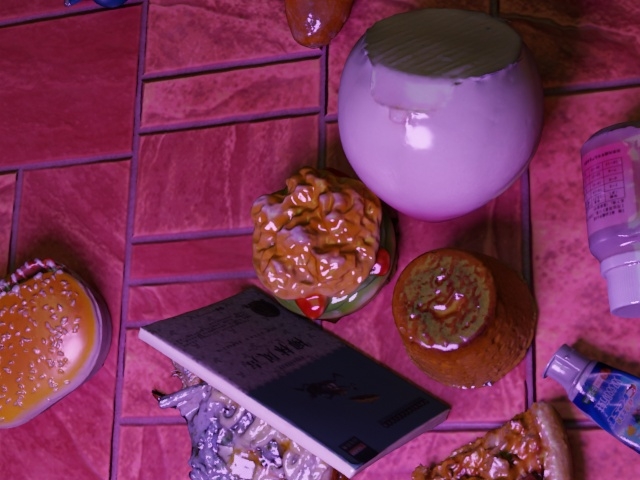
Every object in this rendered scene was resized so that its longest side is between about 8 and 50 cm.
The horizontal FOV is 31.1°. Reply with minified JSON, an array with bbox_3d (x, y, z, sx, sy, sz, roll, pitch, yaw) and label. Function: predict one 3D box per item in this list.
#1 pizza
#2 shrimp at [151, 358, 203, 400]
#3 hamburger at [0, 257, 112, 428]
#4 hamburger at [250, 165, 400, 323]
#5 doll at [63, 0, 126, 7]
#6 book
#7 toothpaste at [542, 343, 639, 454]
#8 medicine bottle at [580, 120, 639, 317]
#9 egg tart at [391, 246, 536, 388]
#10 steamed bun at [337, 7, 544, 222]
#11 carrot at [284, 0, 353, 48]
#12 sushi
[{"bbox_3d":[0.219,0.365,1.543,0.226,0.086,0.335,18,84,24],"label":"pizza"},{"bbox_3d":[-0.235,0.200,1.802,0.091,0.025,0.127,-33,68,11],"label":"shrimp"},{"bbox_3d":[-0.475,0.168,1.842,0.295,0.151,0.227,-36,68,7],"label":"hamburger"},{"bbox_3d":[0.000,0.000,1.689,0.237,0.149,0.237,-6,68,16],"label":"hamburger"},{"bbox_3d":[-0.385,-0.451,2.017,0.152,0.085,0.114,8,59,34],"label":"doll"},{"bbox_3d":[-0.034,0.187,1.609,0.379,0.264,0.031,29,115,25],"label":"book"},{"bbox_3d":[0.421,0.230,1.522,0.266,0.061,0.096,33,88,20],"label":"toothpaste"},{"bbox_3d":[0.426,-0.026,1.538,0.147,0.147,0.247,-7,73,20],"label":"medicine bottle"},{"bbox_3d":[0.189,0.101,1.594,0.202,0.147,0.202,-5,76,20],"label":"egg tart"},{"bbox_3d":[0.165,-0.155,1.626,0.309,0.309,0.309,-6,73,20],"label":"steamed bun"},{"bbox_3d":[0.003,-0.417,1.833,0.159,0.159,0.225,6,91,23],"label":"carrot"},{"bbox_3d":[-0.090,0.288,1.642,0.274,0.139,0.184,42,100,15],"label":"sushi"}]
